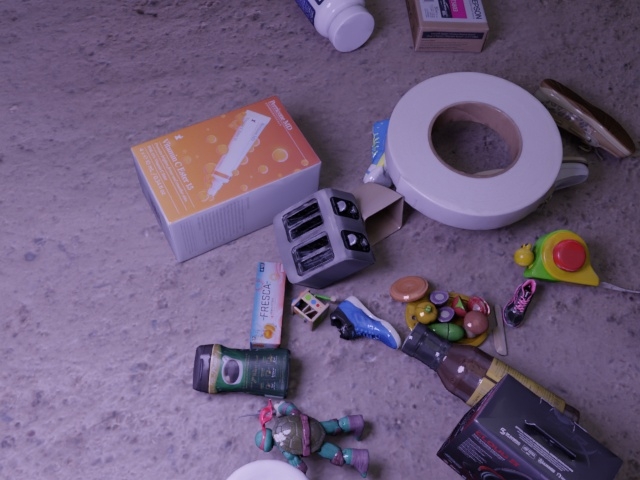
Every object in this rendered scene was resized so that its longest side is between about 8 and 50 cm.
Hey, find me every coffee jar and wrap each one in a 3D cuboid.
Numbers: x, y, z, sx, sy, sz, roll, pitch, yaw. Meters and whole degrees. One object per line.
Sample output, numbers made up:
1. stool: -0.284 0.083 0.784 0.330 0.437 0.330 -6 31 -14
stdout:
1. coffee jar: -0.151 0.249 1.226 0.184 0.079 0.096 5 82 -2

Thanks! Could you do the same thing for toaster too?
1. toaster: 0.000 0.000 1.333 0.185 0.110 0.168 -27 67 27

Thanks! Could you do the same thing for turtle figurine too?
1. turtle figurine: -0.034 0.368 1.159 0.234 0.118 0.175 4 60 -9

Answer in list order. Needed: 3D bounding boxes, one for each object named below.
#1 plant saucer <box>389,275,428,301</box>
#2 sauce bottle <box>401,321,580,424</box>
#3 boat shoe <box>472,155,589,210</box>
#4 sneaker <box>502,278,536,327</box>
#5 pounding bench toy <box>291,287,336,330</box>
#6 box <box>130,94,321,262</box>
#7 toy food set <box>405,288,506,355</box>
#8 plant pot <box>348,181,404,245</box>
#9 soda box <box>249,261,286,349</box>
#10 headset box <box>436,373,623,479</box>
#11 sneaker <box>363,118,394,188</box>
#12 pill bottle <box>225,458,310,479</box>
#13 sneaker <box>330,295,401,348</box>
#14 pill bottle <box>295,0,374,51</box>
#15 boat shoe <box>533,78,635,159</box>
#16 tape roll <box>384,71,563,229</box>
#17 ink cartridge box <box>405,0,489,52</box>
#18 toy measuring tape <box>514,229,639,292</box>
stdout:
1. plant saucer: 0.187 0.100 1.357 0.083 0.013 0.083 -14 30 8
2. sauce bottle: 0.320 0.275 1.238 0.344 0.111 0.111 33 63 14
3. boat shoe: 0.484 -0.115 1.485 0.302 0.113 0.103 -12 68 -3
4. sneaker: 0.427 0.130 1.362 0.047 0.057 0.119 28 63 9
5. pounding bench toy: -0.015 0.131 1.326 0.065 0.052 0.083 38 64 17
6. box: -0.201 -0.137 1.398 0.345 0.168 0.215 -24 65 -18
7. toy food set: 0.289 0.155 1.326 0.217 0.071 0.128 10 60 0
8. plant pot: 0.112 -0.066 1.425 0.109 0.109 0.096 -30 55 -20
9. soda box: -0.106 0.137 1.311 0.063 0.058 0.183 5 59 -2
10. headset box: 0.343 0.364 1.083 0.218 0.293 0.110 38 64 15
11. sneaker: 0.155 -0.213 1.533 0.126 0.091 0.240 29 61 33
12. pill bottle: -0.084 0.451 1.006 0.162 0.278 0.162 2 60 -3
13. sneaker: 0.085 0.185 1.298 0.152 0.058 0.084 40 59 22
14. pill bottle: 0.027 -0.641 1.715 0.153 0.153 0.265 -22 65 -17
15. boat shoe: 0.660 -0.295 1.619 0.285 0.089 0.104 44 40 16
16. tape roll: 0.335 -0.207 1.424 0.392 0.072 0.392 1 63 -1
17. ink cartridge box: 0.346 -0.636 1.777 0.193 0.088 0.235 -2 60 -5
18. toy measuring tape: 0.580 0.044 1.392 0.330 0.121 0.121 9 60 -7
